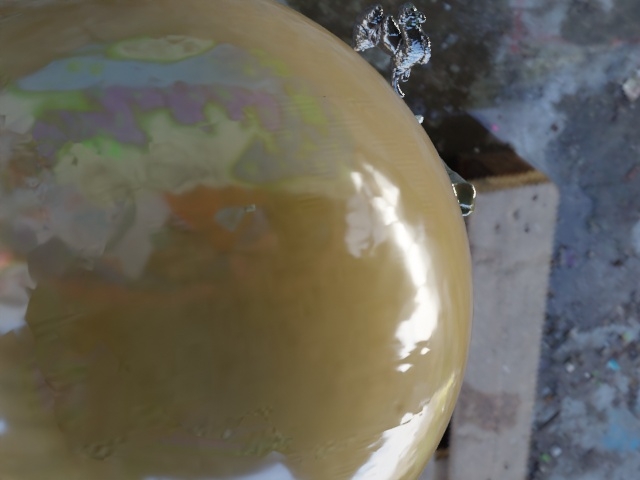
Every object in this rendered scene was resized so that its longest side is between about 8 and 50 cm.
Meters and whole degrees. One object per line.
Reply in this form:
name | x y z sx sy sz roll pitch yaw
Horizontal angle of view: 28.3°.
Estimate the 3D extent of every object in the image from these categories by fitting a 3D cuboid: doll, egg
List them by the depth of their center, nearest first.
egg | -0.100 0.025 0.611 0.301 0.374 0.301 2 87 -40
doll | 0.107 -0.302 1.906 0.057 0.139 0.165 -38 161 -30

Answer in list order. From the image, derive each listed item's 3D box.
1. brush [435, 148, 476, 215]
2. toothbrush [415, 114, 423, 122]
brush | 0.000 0.000 1.149 0.301 0.084 0.071 -24 144 -20
toothbrush | 0.041 -0.100 1.798 0.263 0.026 0.022 -39 168 20
